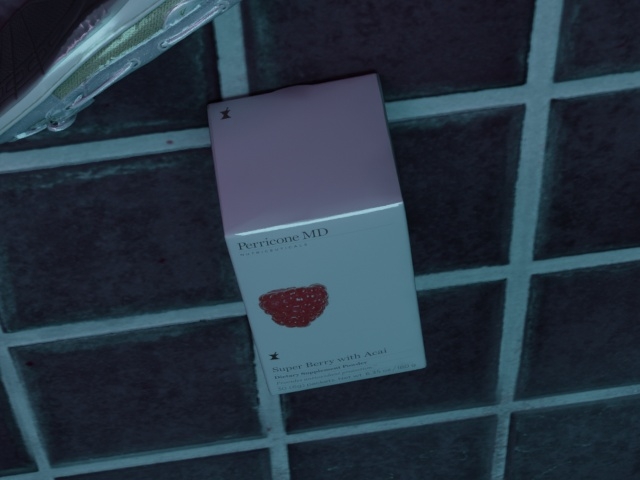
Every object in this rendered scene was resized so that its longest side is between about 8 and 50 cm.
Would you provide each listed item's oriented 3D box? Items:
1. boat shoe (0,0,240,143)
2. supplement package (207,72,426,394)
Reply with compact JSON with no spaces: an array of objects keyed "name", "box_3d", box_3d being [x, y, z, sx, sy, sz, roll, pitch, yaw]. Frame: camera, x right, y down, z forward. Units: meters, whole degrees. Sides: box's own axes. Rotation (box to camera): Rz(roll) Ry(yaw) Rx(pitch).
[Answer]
[{"name":"boat shoe","box_3d":[-0.189,-0.177,1.415,0.320,0.118,0.103,-37,132,21]},{"name":"supplement package","box_3d":[0.000,0.000,1.638,0.178,0.175,0.293,-10,143,2]}]
